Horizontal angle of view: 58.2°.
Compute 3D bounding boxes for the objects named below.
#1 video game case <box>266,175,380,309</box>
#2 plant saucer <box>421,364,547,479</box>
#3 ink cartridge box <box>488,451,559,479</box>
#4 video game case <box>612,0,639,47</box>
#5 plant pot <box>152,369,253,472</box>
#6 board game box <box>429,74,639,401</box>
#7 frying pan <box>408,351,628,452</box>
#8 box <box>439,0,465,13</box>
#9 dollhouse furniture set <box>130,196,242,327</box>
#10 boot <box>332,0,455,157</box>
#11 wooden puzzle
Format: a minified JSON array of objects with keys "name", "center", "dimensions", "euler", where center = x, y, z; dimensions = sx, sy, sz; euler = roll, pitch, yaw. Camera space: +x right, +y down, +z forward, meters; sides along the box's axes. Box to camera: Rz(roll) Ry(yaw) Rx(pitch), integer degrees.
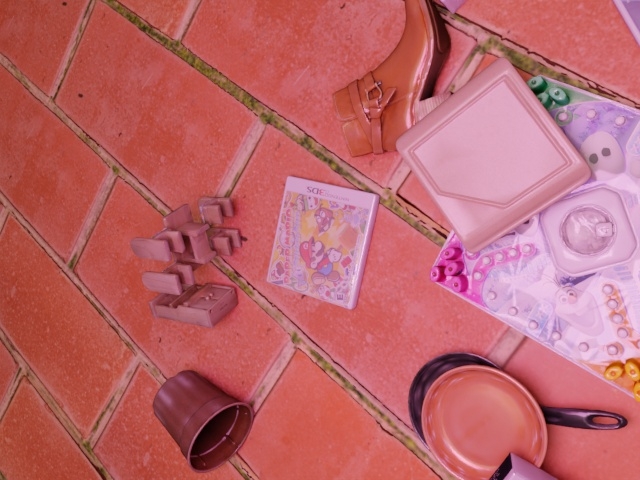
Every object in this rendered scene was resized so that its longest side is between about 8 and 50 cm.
[{"name":"video game case","center":[0.000,0.000,1.141],"dimensions":[0.206,0.026,0.226],"euler":[15,97,30]},{"name":"plant saucer","center":[0.263,0.297,0.927],"dimensions":[0.200,0.037,0.199],"euler":[2,94,31]},{"name":"ink cartridge box","center":[0.385,0.473,0.854],"dimensions":[0.333,0.065,0.165],"euler":[31,106,5]},{"name":"video game case","center":[0.533,-0.379,0.837],"dimensions":[0.183,0.023,0.201],"euler":[-28,76,27]},{"name":"plant pot","center":[-0.259,0.370,1.217],"dimensions":[0.165,0.167,0.166],"euler":[29,104,34]},{"name":"board game box","center":[0.412,-0.015,0.889],"dimensions":[0.390,0.050,0.389],"euler":[31,105,26]},{"name":"frying pan","center":[0.297,0.258,0.952],"dimensions":[0.326,0.053,0.197],"euler":[-30,76,25]},{"name":"box","center":[0.311,-0.526,0.943],"dimensions":[0.324,0.067,0.063],"euler":[-44,68,23]},{"name":"dollhouse furniture set","center":[-0.289,0.047,1.207],"dimensions":[0.161,0.212,0.242],"euler":[5,119,29]},{"name":"boot","center":[0.125,-0.297,1.035],"dimensions":[0.220,0.109,0.283],"euler":[-12,93,30]},{"name":"wooden puzzle","center":[0.266,-0.132,0.916],"dimensions":[0.221,0.044,0.238],"euler":[-37,74,25]}]
